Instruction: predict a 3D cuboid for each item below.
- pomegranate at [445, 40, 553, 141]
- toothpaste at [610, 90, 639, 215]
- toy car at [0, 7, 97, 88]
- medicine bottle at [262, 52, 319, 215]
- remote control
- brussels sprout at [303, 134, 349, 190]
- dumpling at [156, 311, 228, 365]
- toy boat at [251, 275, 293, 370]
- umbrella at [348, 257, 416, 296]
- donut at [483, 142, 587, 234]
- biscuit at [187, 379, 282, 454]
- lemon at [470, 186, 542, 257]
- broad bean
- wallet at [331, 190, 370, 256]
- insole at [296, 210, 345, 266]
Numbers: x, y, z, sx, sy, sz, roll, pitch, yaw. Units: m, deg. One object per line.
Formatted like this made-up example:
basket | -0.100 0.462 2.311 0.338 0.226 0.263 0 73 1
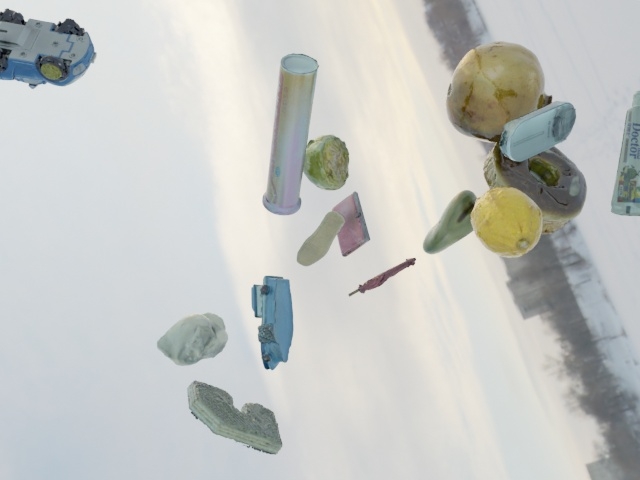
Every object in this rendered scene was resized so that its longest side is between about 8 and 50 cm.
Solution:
pomegranate | 0.498 -0.418 2.017 0.307 0.307 0.307 53 -158 -33
toothpaste | 0.622 -0.174 1.393 0.037 0.067 0.255 21 -104 -60
toy car | -0.761 -0.493 1.896 0.166 0.314 0.198 105 172 -54
medicine bottle | -0.077 -0.259 1.781 0.108 0.108 0.426 -92 9 -48
remote control | 0.520 -0.264 1.684 0.052 0.247 0.104 30 134 46
brussels sprout | 0.004 -0.212 1.958 0.149 0.122 0.151 32 -123 -43
dumpling | -0.371 0.298 2.100 0.229 0.124 0.151 -29 -115 -36
toy boat | -0.128 0.209 1.788 0.109 0.098 0.238 9 -104 -54
umbrella | 0.132 0.079 1.493 0.025 0.165 0.027 60 172 10
donut | 0.641 -0.173 2.126 0.160 0.330 0.330 118 141 -58
biscuit | -0.210 0.435 1.740 0.250 0.046 0.147 28 -163 -24
lemon | 0.320 -0.030 1.205 0.114 0.114 0.155 55 -175 -30
broad bean | 0.435 -0.041 2.318 0.121 0.263 0.189 39 -140 8
wallet | 0.101 -0.057 2.437 0.025 0.119 0.232 33 -148 -37
insole | 0.000 0.000 2.178 0.081 0.248 0.011 28 -142 -9
